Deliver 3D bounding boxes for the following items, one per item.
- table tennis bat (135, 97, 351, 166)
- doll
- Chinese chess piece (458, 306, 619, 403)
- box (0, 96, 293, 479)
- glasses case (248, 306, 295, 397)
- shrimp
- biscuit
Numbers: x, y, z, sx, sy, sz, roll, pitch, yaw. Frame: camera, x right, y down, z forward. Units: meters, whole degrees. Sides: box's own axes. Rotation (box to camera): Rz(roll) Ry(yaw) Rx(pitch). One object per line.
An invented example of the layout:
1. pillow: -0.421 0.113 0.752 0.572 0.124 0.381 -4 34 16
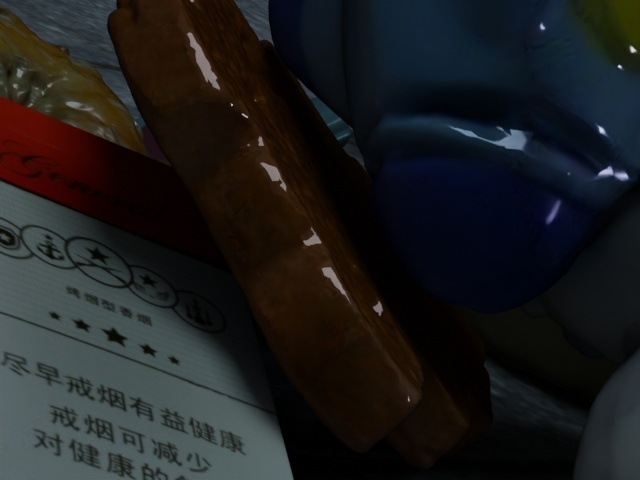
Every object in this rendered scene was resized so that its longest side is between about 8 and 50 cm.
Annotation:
1. table tennis bat: -0.030 -0.045 1.093 0.153 0.040 0.244 25 20 8
2. doll: 0.111 -0.059 0.800 0.365 0.187 0.376 53 19 -11
3. Chinese chess piece: 0.175 0.010 1.059 0.270 0.112 0.270 21 17 -7
4. box: -0.083 0.032 0.657 0.139 0.035 0.245 22 26 -27
5. glasses case: -0.135 0.012 0.749 0.266 0.056 0.105 11 44 -36
6. shrimp: -0.172 -0.055 0.883 0.164 0.062 0.317 33 18 6
7. biscuit: 0.000 0.000 0.784 0.306 0.043 0.284 46 14 -52
